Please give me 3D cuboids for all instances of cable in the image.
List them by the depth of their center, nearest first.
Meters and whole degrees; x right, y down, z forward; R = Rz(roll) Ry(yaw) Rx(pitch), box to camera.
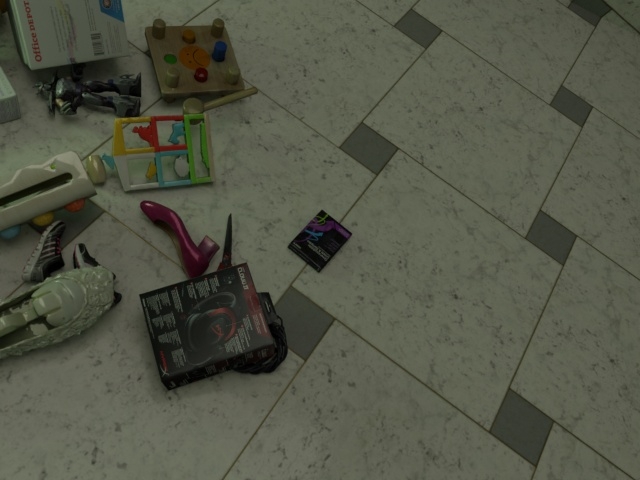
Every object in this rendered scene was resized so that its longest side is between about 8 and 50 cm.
[{"bbox_3d":[-0.175,0.256,1.526,0.185,0.047,0.150,-1,70,-10],"label":"cable"}]

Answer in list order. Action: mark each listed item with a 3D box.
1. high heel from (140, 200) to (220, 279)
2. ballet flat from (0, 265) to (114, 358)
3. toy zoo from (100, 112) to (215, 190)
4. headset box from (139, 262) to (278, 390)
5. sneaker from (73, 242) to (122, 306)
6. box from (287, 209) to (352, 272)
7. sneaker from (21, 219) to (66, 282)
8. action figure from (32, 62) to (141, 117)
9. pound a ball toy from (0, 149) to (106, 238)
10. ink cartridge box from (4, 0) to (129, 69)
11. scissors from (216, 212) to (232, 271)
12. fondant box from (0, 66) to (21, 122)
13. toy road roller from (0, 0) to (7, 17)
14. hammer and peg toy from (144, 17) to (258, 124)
[{"bbox_3d":[-0.387,-0.002,1.588,0.244,0.082,0.117,36,66,-2],"label":"high heel"},{"bbox_3d":[-0.632,0.174,1.324,0.409,0.147,0.147,-28,73,-20],"label":"ballet flat"},{"bbox_3d":[-0.437,-0.238,1.662,0.293,0.030,0.192,-8,101,-24],"label":"toy zoo"},{"bbox_3d":[-0.250,0.196,1.454,0.293,0.110,0.218,-18,68,-11],"label":"headset box"},{"bbox_3d":[-0.537,0.087,1.488,0.077,0.072,0.178,-20,82,-33],"label":"sneaker"},{"bbox_3d":[0.000,0.000,1.740,0.116,0.029,0.162,38,58,5],"label":"box"},{"bbox_3d":[-0.643,0.032,1.481,0.075,0.063,0.170,22,60,-9],"label":"sneaker"},{"bbox_3d":[-0.647,-0.416,1.717,0.285,0.099,0.185,2,66,-15],"label":"action figure"},{"bbox_3d":[-0.671,-0.107,1.511,0.319,0.208,0.135,-25,95,-17],"label":"pound a ball toy"},{"bbox_3d":[-0.703,-0.608,1.706,0.270,0.198,0.197,-18,36,-27],"label":"ink cartridge box"},{"bbox_3d":[-0.240,0.062,1.630,0.109,0.021,0.297,20,56,-5],"label":"scissors"},{"bbox_3d":[-0.986,-0.384,1.581,0.330,0.096,0.238,-27,72,-28],"label":"fondant box"},{"bbox_3d":[-0.938,-0.678,1.663,0.330,0.202,0.240,16,31,29],"label":"toy road roller"},{"bbox_3d":[-0.356,-0.495,1.845,0.266,0.127,0.361,-11,68,-24],"label":"hammer and peg toy"}]
